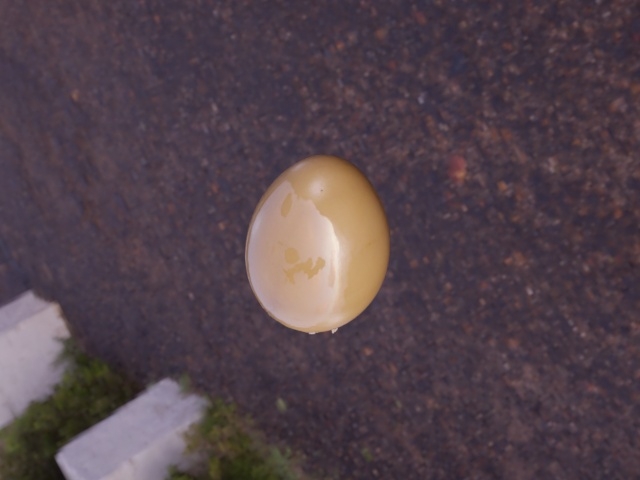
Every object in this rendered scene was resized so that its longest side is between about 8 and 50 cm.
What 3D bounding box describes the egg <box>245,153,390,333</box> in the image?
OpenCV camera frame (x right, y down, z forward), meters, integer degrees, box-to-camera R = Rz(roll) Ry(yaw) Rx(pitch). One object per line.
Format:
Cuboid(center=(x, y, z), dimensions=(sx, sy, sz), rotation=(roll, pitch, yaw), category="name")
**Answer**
Cuboid(center=(0.000, 0.000, 0.602), dimensions=(0.080, 0.080, 0.096), rotation=(48, 137, 30), category="egg")
